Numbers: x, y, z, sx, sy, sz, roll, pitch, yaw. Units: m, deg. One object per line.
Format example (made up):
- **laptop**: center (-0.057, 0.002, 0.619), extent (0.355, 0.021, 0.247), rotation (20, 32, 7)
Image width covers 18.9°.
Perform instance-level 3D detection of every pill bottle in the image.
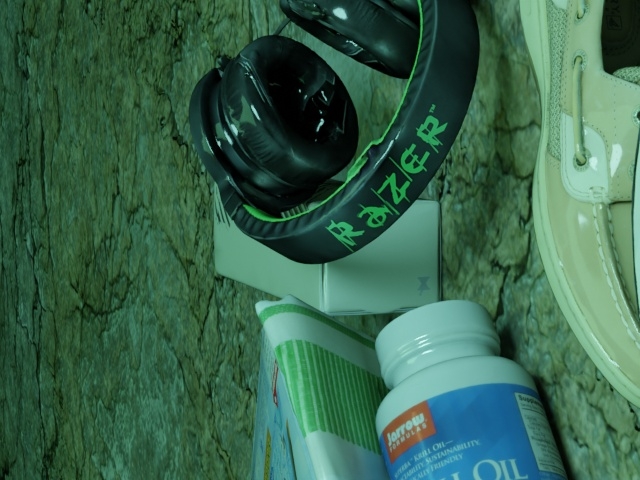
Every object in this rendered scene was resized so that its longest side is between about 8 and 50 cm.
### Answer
- **pill bottle**: center (0.110, 0.160, 1.389), extent (0.124, 0.124, 0.221), rotation (116, 143, -52)

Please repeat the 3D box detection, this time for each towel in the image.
- **towel**: center (0.058, 0.209, 1.434), extent (0.038, 0.248, 0.325), rotation (-28, 59, 20)

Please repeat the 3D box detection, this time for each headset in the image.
- **headset**: center (-0.022, -0.152, 1.498), extent (0.243, 0.185, 0.394), rotation (-51, 31, 15)

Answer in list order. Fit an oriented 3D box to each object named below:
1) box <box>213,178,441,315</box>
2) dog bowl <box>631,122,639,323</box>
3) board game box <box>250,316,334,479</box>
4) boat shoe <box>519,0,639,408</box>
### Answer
- **box**: center (0.000, 0.000, 1.666), extent (0.275, 0.113, 0.094), rotation (-166, 74, -66)
- **dog bowl**: center (0.309, 0.020, 0.737), extent (0.408, 0.150, 0.408), rotation (28, 124, 52)
- **board game box**: center (0.006, 0.280, 1.661), extent (0.319, 0.066, 0.318), rotation (96, 161, -47)
- **boat shoe**: center (0.194, -0.064, 1.143), extent (0.110, 0.121, 0.341), rotation (128, 135, -61)
